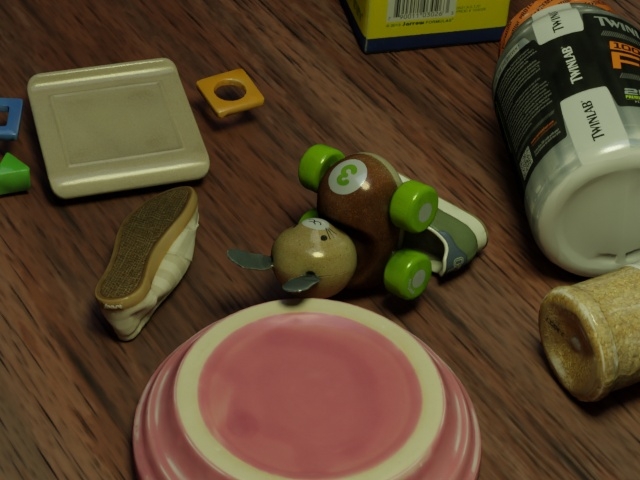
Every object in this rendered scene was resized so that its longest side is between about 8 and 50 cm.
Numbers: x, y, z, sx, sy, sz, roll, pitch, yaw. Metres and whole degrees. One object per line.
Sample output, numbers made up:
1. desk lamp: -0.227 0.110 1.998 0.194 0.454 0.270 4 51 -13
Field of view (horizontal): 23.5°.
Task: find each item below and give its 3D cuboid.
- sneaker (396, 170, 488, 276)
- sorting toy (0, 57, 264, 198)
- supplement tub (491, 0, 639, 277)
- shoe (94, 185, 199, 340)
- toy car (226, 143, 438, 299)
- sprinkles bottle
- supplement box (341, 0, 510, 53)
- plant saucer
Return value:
1. sneaker: 0.081 -0.021 1.670 0.192 0.064 0.086 26 42 18
2. sorting toy: -0.234 -0.124 1.779 0.347 0.047 0.196 -9 48 -14
3. supplement tub: 0.299 -0.126 1.709 0.193 0.194 0.316 -2 43 -7
4. shoe: -0.179 0.020 1.623 0.076 0.058 0.219 -4 35 22
5. toy car: 0.000 0.000 1.561 0.155 0.149 0.188 24 33 36
6. sprinkles bottle: 0.400 0.056 1.569 0.355 0.121 0.121 -17 46 -21
7. supplement box: 0.134 -0.438 1.918 0.195 0.356 0.194 -7 44 -11
8. plant saucer: -0.011 0.168 1.445 0.332 0.084 0.332 2 43 -2
